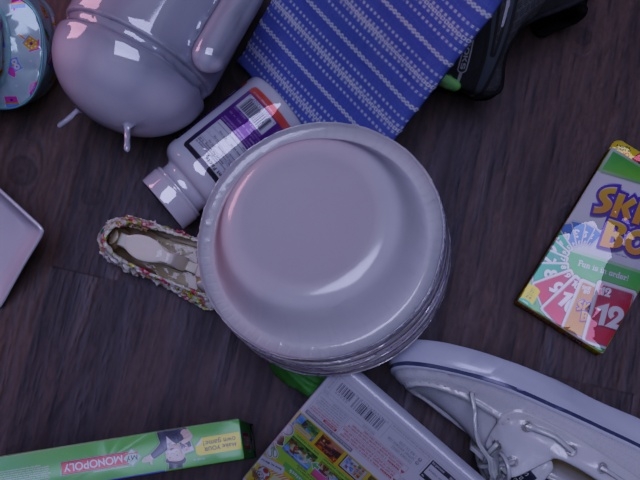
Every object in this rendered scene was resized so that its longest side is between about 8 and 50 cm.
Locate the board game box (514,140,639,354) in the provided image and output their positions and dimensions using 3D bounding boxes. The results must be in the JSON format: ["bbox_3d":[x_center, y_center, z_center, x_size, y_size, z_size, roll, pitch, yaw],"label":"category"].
[{"bbox_3d":[0.365,0.003,1.319,0.124,0.039,0.259,32,78,5],"label":"board game box"}]

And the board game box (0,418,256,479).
[{"bbox_3d":[-0.238,0.249,1.178,0.317,0.213,0.046,-9,80,-1],"label":"board game box"}]

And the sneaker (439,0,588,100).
[{"bbox_3d":[0.276,-0.378,1.341,0.202,0.185,0.482,40,81,-16],"label":"sneaker"}]

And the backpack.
[{"bbox_3d":[-0.425,-0.241,1.299,0.188,0.144,0.165,3,100,-6],"label":"backpack"}]

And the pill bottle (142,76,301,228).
[{"bbox_3d":[-0.121,-0.105,1.297,0.193,0.108,0.108,-40,82,-7],"label":"pill bottle"}]

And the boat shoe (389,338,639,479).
[{"bbox_3d":[0.236,0.246,1.221,0.367,0.136,0.156,24,70,-4],"label":"boat shoe"}]

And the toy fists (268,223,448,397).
[{"bbox_3d":[0.043,0.064,1.276,0.142,0.096,0.279,37,83,16],"label":"toy fists"}]

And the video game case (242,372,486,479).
[{"bbox_3d":[0.051,0.284,1.222,0.227,0.026,0.206,40,110,6],"label":"video game case"}]

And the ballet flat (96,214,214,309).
[{"bbox_3d":[-0.166,0.032,1.288,0.241,0.077,0.091,16,85,2],"label":"ballet flat"}]

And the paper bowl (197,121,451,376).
[{"bbox_3d":[0.000,0.000,1.168,0.284,0.148,0.284,-4,70,11],"label":"paper bowl"}]

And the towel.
[{"bbox_3d":[0.054,-0.260,1.247,0.243,0.336,0.040,48,38,13],"label":"towel"}]

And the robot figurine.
[{"bbox_3d":[-0.196,-0.275,1.281,0.300,0.200,0.353,16,75,45],"label":"robot figurine"}]

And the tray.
[{"bbox_3d":[-0.461,-0.054,1.301,0.270,0.030,0.145,41,120,7],"label":"tray"}]
